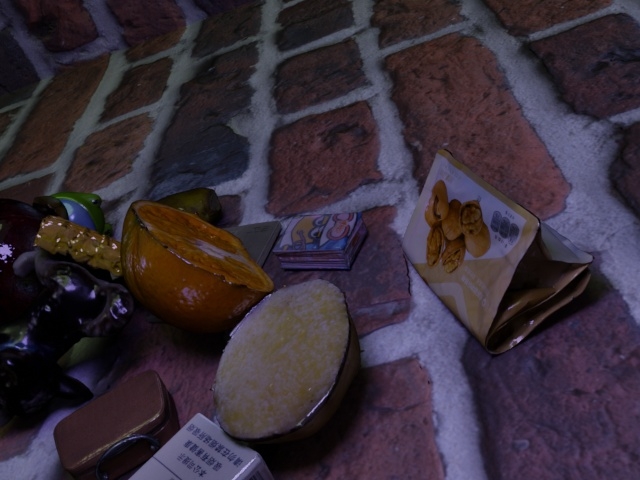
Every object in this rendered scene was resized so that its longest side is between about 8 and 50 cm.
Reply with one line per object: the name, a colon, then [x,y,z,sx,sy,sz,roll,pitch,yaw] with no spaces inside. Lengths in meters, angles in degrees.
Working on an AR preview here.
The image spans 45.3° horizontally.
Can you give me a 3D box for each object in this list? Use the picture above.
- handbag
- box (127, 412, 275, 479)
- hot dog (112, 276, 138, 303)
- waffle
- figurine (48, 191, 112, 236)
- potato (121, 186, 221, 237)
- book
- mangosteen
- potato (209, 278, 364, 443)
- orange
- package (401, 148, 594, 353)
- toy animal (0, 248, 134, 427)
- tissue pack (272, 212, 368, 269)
handbag: [-0.328,0.310,1.242,0.193,0.072,0.151,-27,33,-8]
box: [-0.209,0.376,1.071,0.168,0.071,0.259,18,49,45]
hot dog: [-0.387,0.097,1.571,0.289,0.068,0.083,-28,18,11]
waffle: [-0.432,0.014,1.487,0.057,0.219,0.229,-68,15,0]
figurine: [-0.637,-0.028,1.822,0.263,0.162,0.143,-16,23,-5]
potato: [-0.329,-0.044,1.705,0.251,0.113,0.149,-39,27,-19]
book: [-0.213,0.060,1.568,0.214,0.025,0.283,-6,37,28]
mangosteen: [-0.638,0.053,1.620,0.300,0.300,0.300,-16,33,11]
potato: [-0.043,0.204,1.174,0.239,0.116,0.299,-16,36,17]
orange: [-0.227,0.031,1.361,0.274,0.274,0.310,-19,56,8]
package: [0.287,0.013,1.241,0.165,0.221,0.311,9,21,-24]
toy animal: [-0.493,0.186,1.386,0.302,0.194,0.344,20,75,44]
tissue pack: [0.000,0.000,1.483,0.155,0.065,0.116,-3,39,30]
